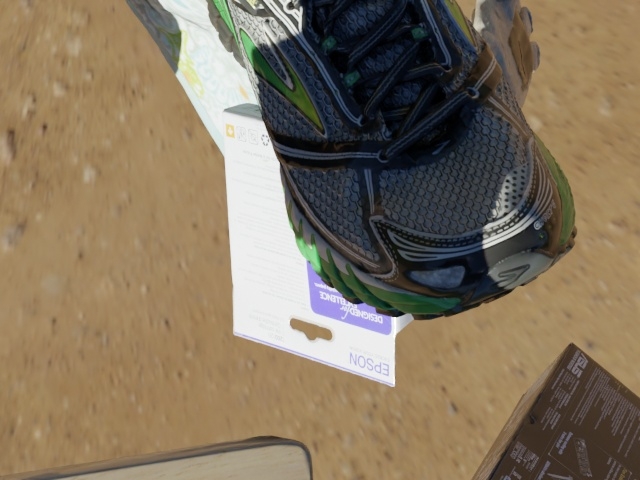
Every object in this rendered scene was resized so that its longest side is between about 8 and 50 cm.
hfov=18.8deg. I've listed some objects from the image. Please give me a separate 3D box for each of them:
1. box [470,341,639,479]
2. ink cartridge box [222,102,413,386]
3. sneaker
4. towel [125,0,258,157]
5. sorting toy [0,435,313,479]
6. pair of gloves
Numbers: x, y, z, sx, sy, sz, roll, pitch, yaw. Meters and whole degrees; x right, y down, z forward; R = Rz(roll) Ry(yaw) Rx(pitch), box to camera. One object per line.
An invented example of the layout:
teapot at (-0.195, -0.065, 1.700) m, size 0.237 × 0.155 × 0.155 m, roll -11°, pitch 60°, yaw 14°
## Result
box at (0.238, 0.239, 1.555) m, size 0.242 × 0.307 × 0.076 m, roll 39°, pitch 120°, yaw 2°
ink cartridge box at (0.000, 0.000, 1.637) m, size 0.045 × 0.206 × 0.208 m, roll -17°, pitch 113°, yaw -41°
sneaker at (0.012, -0.099, 0.978) m, size 0.134 × 0.343 × 0.146 m, roll -27°, pitch 143°, yaw -8°
towel at (-0.020, -0.139, 1.826) m, size 0.090 × 0.320 × 0.374 m, roll -43°, pitch 111°, yaw -21°
sorting toy at (-0.128, 0.217, 0.772) m, size 0.257 × 0.089 × 0.255 m, roll -6°, pitch 94°, yaw -27°
pair of gloves at (0.117, -0.199, 1.413) m, size 0.042 × 0.204 × 0.240 m, roll -10°, pitch 112°, yaw 16°
